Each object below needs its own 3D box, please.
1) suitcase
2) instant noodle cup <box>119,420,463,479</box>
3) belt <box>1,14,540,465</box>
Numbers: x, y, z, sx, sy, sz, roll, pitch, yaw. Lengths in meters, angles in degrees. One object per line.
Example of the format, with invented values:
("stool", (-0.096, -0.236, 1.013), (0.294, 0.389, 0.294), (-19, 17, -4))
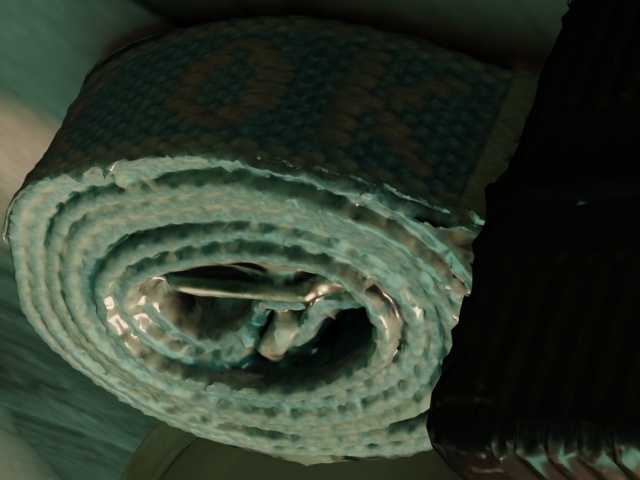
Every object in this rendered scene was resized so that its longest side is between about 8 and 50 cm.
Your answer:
("suitcase", (0.211, 0.068, 0.428), (0.230, 0.152, 0.335), (-8, 143, 44))
("instant noodle cup", (0.045, 0.222, 0.769), (0.294, 0.294, 0.308), (4, 145, 30))
("belt", (-0.008, 0.000, 0.535), (0.163, 0.082, 0.147), (16, 145, 16))
